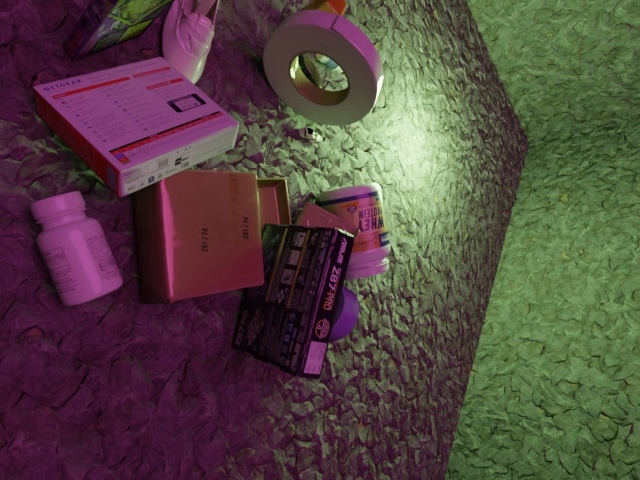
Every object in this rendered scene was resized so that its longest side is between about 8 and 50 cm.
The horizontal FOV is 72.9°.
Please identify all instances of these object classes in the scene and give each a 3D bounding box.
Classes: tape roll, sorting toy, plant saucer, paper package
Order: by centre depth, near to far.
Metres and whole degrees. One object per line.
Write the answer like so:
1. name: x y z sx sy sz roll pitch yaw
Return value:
1. paper package: -0.317 -0.015 1.158 0.309 0.168 0.325 -5 89 -46
2. tape roll: 0.006 -0.530 1.371 0.392 0.391 0.072 43 58 -34
3. plant saucer: -0.183 -0.103 1.385 0.188 0.045 0.189 -9 93 -45
4. sorting toy: 0.000 0.000 1.446 0.193 0.208 0.038 -62 174 1
5. tape roll: 0.034 0.239 1.471 0.080 0.188 0.189 33 64 -37

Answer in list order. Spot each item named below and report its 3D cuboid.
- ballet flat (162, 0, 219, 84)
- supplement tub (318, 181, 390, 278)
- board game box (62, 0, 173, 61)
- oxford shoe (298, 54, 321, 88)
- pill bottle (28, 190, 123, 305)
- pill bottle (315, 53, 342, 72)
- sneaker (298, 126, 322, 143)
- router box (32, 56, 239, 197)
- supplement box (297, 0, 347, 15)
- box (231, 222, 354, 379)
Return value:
1. ballet flat: -0.344 -0.633 1.212 0.139 0.139 0.401 20 73 -42
2. supplement tub: 0.128 -0.037 1.563 0.228 0.228 0.317 -16 98 -45
3. board game box: -0.426 -0.517 0.966 0.208 0.346 0.056 -52 120 -35
4. oxford shoe: -0.069 -0.622 1.536 0.227 0.082 0.096 58 32 -25
5. pill bottle: -0.541 0.015 0.955 0.131 0.131 0.230 -27 105 -43
6. pill bottle: 0.044 -0.692 1.651 0.120 0.067 0.067 17 74 -43
7. sneaker: -0.028 -0.380 1.568 0.109 0.043 0.040 12 76 -46
8. router box: -0.417 -0.286 1.023 0.301 0.082 0.335 42 49 13
9. supplement box: -0.024 -0.751 1.471 0.080 0.233 0.078 34 64 -34
10. box: -0.088 0.154 1.234 0.097 0.318 0.396 22 78 -44
